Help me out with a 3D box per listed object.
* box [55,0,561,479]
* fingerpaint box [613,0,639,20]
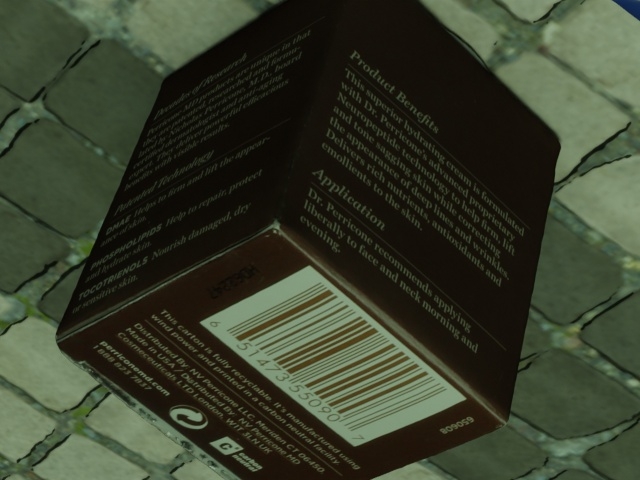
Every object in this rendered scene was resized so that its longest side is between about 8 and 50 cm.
[{"bbox_3d":[0.000,0.000,0.973,0.167,0.203,0.168,-28,122,38],"label":"box"},{"bbox_3d":[0.376,-0.033,0.618,0.371,0.163,0.445,30,176,-37],"label":"fingerpaint box"}]
